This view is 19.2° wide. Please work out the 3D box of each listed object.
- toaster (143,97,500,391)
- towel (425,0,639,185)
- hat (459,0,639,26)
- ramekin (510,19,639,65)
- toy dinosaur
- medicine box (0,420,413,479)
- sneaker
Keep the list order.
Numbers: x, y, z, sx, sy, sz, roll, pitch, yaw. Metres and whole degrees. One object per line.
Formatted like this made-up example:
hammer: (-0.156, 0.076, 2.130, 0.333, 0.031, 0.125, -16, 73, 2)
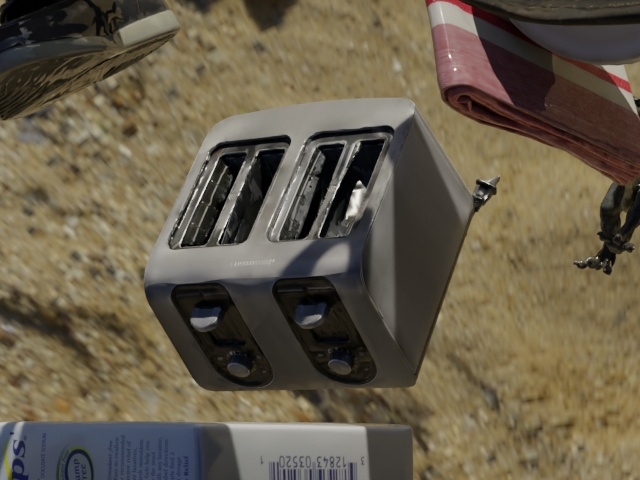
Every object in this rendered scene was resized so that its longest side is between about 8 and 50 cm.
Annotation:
toaster: (0.000, 0.000, 1.211, 0.168, 0.110, 0.185, -3, 47, 31)
towel: (0.152, -0.213, 1.549, 0.037, 0.237, 0.329, -35, 51, 34)
hat: (0.151, -0.209, 0.752, 0.331, 0.331, 0.134, -19, 113, 3)
ramekin: (0.218, -0.231, 1.438, 0.207, 0.207, 0.109, 23, 46, 14)
toy dinosaur: (0.283, -0.031, 1.737, 0.064, 0.268, 0.118, 21, 69, 20)
medicine box: (-0.109, 0.230, 1.635, 0.289, 0.263, 0.149, -6, 82, 42)
sneaker: (-0.179, -0.150, 1.175, 0.083, 0.222, 0.118, -33, 91, 22)
